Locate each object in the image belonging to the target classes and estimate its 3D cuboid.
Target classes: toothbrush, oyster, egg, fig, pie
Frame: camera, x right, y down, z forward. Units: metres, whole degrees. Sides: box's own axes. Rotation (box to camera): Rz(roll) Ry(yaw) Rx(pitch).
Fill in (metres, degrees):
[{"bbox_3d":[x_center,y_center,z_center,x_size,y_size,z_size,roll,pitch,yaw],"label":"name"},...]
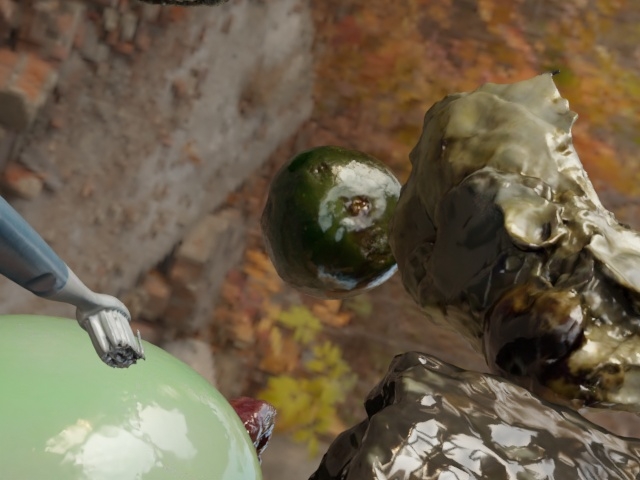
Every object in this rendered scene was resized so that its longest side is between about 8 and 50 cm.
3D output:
[{"bbox_3d":[-0.090,0.009,0.458,0.019,0.025,0.275,-25,166,-2],"label":"toothbrush"},{"bbox_3d":[0.109,0.016,0.782,0.107,0.233,0.161,-15,132,-35],"label":"oyster"},{"bbox_3d":[-0.164,0.148,0.790,0.220,0.270,0.220,-12,90,-78],"label":"egg"},{"bbox_3d":[0.000,0.000,1.123,0.117,0.117,0.177,-62,-170,-29],"label":"fig"},{"bbox_3d":[-0.071,0.170,0.942,0.153,0.038,0.153,21,90,-83],"label":"pie"}]

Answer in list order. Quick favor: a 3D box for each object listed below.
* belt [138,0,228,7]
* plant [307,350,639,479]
[{"bbox_3d":[-0.173,-0.280,1.170,0.258,0.207,0.150,17,79,-35],"label":"belt"},{"bbox_3d":[0.126,0.193,0.607,0.181,0.321,0.194,-60,179,34],"label":"plant"}]
